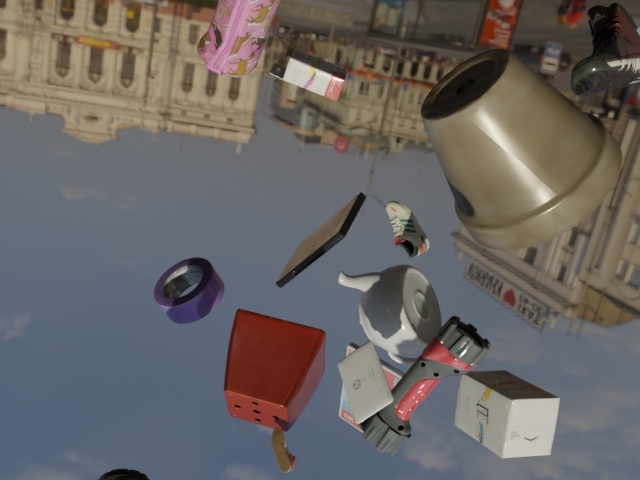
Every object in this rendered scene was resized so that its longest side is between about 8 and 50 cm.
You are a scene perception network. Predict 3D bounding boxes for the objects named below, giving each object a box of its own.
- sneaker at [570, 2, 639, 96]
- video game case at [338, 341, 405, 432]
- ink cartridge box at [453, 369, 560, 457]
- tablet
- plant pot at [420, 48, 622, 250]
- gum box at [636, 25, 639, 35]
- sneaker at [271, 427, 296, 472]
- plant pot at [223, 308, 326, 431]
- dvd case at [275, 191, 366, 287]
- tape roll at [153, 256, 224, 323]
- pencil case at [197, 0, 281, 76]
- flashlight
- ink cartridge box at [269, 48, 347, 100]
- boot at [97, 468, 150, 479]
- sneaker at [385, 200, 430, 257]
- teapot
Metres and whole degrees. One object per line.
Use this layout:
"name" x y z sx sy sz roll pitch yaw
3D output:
"sneaker" 0.531 -0.371 1.252 0.281 0.162 0.106 -15 170 -43
"video game case" 0.149 0.456 1.921 0.204 0.285 0.025 27 -143 32
"ink cartridge box" 0.520 0.482 1.854 0.171 0.168 0.233 4 -173 -24
"tablet" 0.049 0.159 0.745 0.006 0.054 0.083 35 -155 -39
"plant pot" 0.343 -0.188 1.230 0.280 0.323 0.323 45 -179 -26
"gum box" 0.505 -0.231 0.801 0.041 0.157 0.184 -8 -110 -42
"sneaker" -0.099 0.570 1.789 0.042 0.118 0.067 -19 156 9
"plant pot" -0.146 0.390 1.894 0.267 0.267 0.235 13 -126 9
"dvd case" 0.000 0.000 1.591 0.022 0.253 0.180 43 -141 -10
"tape roll" -0.378 0.143 1.898 0.189 0.080 0.189 -16 -139 14
"pencil case" -0.161 -0.544 1.488 0.167 0.386 0.160 -18 -110 -33
"flashlight" 0.204 0.292 1.291 0.103 0.304 0.103 28 -164 -22
"ink cartridge box" -0.032 -0.462 1.802 0.198 0.067 0.115 20 -152 -5
"boot" -0.355 0.575 1.096 0.118 0.338 0.222 12 -162 -21
"sneaker" 0.212 -0.027 1.694 0.075 0.057 0.161 -32 -94 -39
"teapot" 0.189 0.196 1.726 0.187 0.255 0.253 -22 160 33
